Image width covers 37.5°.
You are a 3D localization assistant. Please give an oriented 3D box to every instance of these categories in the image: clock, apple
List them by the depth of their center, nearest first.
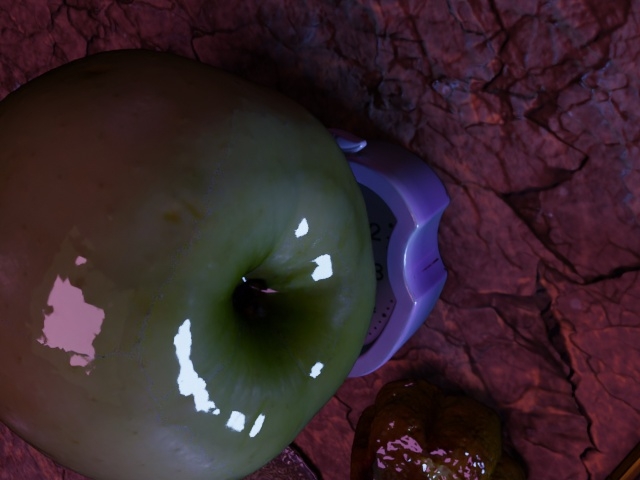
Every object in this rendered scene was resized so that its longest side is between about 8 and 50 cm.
[{"bbox_3d":[-0.180,0.025,0.990,0.473,0.473,0.474,14,118,29],"label":"apple"},{"bbox_3d":[0.000,0.000,1.192,0.338,0.102,0.339,13,116,29],"label":"clock"}]

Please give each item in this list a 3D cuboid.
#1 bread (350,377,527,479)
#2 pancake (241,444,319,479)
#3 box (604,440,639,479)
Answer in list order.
[{"bbox_3d":[0.144,0.298,1.206,0.232,0.135,0.247,6,112,17],"label":"bread"},{"bbox_3d":[-0.067,0.388,1.460,0.199,0.021,0.199,14,117,28],"label":"pancake"},{"bbox_3d":[0.441,0.271,1.024,0.192,0.084,0.302,37,127,15],"label":"box"}]
